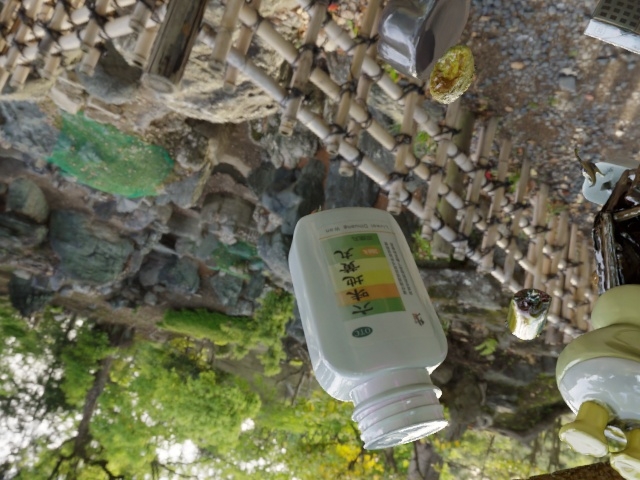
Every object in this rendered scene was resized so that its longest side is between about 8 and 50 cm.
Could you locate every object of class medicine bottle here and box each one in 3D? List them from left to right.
[{"bbox_3d":[0.068,0.110,0.670,0.179,0.324,0.124,-4,147,-17],"label":"medicine bottle"}]

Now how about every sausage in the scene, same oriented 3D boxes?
[{"bbox_3d":[0.666,0.219,1.534,0.125,0.117,0.317,18,160,26],"label":"sausage"}]

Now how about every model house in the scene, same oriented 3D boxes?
[{"bbox_3d":[0.640,0.033,0.807,0.297,0.317,0.282,40,168,-9],"label":"model house"}]

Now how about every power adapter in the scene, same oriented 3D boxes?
[{"bbox_3d":[0.884,-0.160,1.383,0.187,0.124,0.255,25,-150,38],"label":"power adapter"}]

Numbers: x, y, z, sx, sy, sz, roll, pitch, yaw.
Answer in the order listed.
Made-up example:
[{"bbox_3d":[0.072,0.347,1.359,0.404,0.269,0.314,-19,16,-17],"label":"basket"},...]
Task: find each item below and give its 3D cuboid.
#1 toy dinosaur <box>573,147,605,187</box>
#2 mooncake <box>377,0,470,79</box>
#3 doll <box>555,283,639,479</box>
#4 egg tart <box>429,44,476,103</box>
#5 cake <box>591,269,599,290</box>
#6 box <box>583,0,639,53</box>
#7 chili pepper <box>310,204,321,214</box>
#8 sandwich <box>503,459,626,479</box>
[{"bbox_3d":[0.573,-0.145,1.013,0.058,0.180,0.037,35,119,-9],"label":"toy dinosaur"},{"bbox_3d":[0.231,-0.489,1.068,0.133,0.245,0.245,35,170,17],"label":"mooncake"},{"bbox_3d":[0.366,0.143,0.563,0.141,0.117,0.296,20,-148,30],"label":"doll"},{"bbox_3d":[0.296,-0.362,1.047,0.052,0.130,0.130,12,168,-31],"label":"egg tart"},{"bbox_3d":[0.886,0.077,1.212,0.196,0.293,0.199,57,178,19],"label":"cake"},{"bbox_3d":[0.737,-0.441,0.980,0.325,0.180,0.047,29,163,14],"label":"box"},{"bbox_3d":[0.000,0.000,0.991,0.045,0.027,0.178,38,150,36],"label":"chili pepper"},{"bbox_3d":[0.346,0.468,0.722,0.301,0.271,0.099,0,-158,-16],"label":"sandwich"}]
